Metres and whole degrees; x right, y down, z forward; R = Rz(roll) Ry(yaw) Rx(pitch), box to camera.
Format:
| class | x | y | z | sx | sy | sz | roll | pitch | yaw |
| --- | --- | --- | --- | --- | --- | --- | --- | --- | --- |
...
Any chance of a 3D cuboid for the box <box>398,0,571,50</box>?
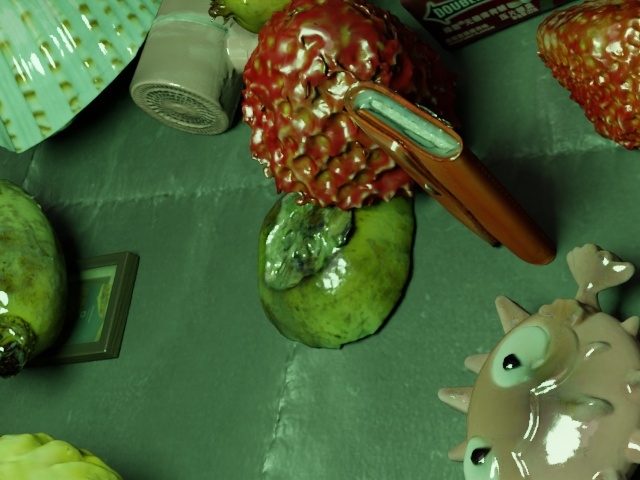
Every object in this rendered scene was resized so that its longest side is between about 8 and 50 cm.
| class | x | y | z | sx | sy | sz | roll | pitch | yaw |
| --- | --- | --- | --- | --- | --- | --- | --- | --- | --- |
| box | 0.194 | -0.271 | 1.182 | 0.224 | 0.120 | 0.069 | -17 | 58 | 28 |

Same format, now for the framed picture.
| class | x | y | z | sx | sy | sz | roll | pitch | yaw |
| --- | --- | --- | --- | --- | --- | --- | --- | --- | --- |
| framed picture | -0.294 | 0.083 | 1.424 | 0.168 | 0.023 | 0.128 | -9 | 60 | 34 |

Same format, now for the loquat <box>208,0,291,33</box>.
| class | x | y | z | sx | sy | sz | roll | pitch | yaw |
| --- | --- | --- | --- | --- | --- | --- | --- | --- | --- |
| loquat | -0.054 | -0.284 | 1.244 | 0.163 | 0.163 | 0.137 | -34 | 90 | 18 |

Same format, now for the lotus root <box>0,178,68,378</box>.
| class | x | y | z | sx | sy | sz | roll | pitch | yaw |
| --- | --- | --- | --- | --- | --- | --- | --- | --- | --- |
| lotus root | -0.377 | 0.049 | 1.389 | 0.173 | 0.173 | 0.309 | -42 | 46 | 11 |

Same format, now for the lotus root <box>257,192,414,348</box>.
| class | x | y | z | sx | sy | sz | roll | pitch | yaw |
| --- | --- | --- | --- | --- | --- | --- | --- | --- | --- |
| lotus root | 0.000 | 0.004 | 1.206 | 0.183 | 0.078 | 0.203 | -19 | 54 | 28 |

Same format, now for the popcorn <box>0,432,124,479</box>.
| class | x | y | z | sx | sy | sz | roll | pitch | yaw |
| --- | --- | --- | --- | --- | --- | --- | --- | --- | --- |
| popcorn | -0.312 | 0.364 | 1.109 | 0.349 | 0.349 | 0.381 | 36 | 129 | 44 |

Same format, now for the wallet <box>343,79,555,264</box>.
| class | x | y | z | sx | sy | sz | roll | pitch | yaw |
| --- | --- | --- | --- | --- | --- | --- | --- | --- | --- |
| wallet | 0.116 | -0.056 | 1.058 | 0.045 | 0.204 | 0.142 | -51 | 48 | 0 |

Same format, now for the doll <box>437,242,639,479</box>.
| class | x | y | z | sx | sy | sz | roll | pitch | yaw |
| --- | --- | --- | --- | --- | --- | --- | --- | --- | --- |
| doll | 0.193 | 0.126 | 0.970 | 0.211 | 0.093 | 0.262 | 10 | 75 | 48 |

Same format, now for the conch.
| class | x | y | z | sx | sy | sz | roll | pitch | yaw |
| --- | --- | --- | --- | --- | --- | --- | --- | --- | --- |
| conch | -0.342 | -0.267 | 1.507 | 0.319 | 0.215 | 0.303 | -48 | 26 | 0 |

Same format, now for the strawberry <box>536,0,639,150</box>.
| class | x | y | z | sx | sy | sz | roll | pitch | yaw |
| --- | --- | --- | --- | --- | --- | --- | --- | --- | --- |
| strawberry | 0.278 | -0.173 | 1.066 | 0.236 | 0.107 | 0.175 | -4 | 63 | 37 |

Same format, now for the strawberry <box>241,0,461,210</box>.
| class | x | y | z | sx | sy | sz | roll | pitch | yaw |
| --- | --- | --- | --- | --- | --- | --- | --- | --- | --- |
| strawberry | 0.032 | -0.162 | 1.143 | 0.234 | 0.178 | 0.234 | 0 | 66 | 0 |

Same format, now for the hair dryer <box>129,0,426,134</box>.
| class | x | y | z | sx | sy | sz | roll | pitch | yaw |
| --- | --- | --- | --- | --- | --- | --- | --- | --- | --- |
| hair dryer | -0.035 | -0.234 | 1.359 | 0.352 | 0.125 | 0.210 | 6 | 68 | 29 |
